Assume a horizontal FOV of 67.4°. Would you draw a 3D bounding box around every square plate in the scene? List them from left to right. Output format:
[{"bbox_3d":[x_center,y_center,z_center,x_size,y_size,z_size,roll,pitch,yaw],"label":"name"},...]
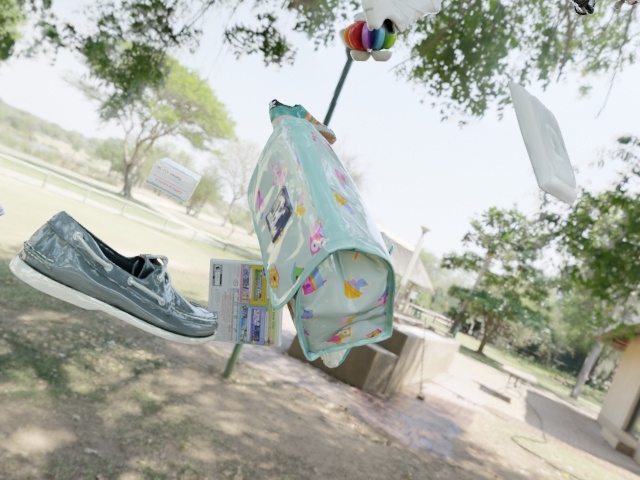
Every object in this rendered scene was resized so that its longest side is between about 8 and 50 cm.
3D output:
[{"bbox_3d":[0.699,-0.297,1.479,0.049,0.347,0.344,-21,-19,39],"label":"square plate"}]

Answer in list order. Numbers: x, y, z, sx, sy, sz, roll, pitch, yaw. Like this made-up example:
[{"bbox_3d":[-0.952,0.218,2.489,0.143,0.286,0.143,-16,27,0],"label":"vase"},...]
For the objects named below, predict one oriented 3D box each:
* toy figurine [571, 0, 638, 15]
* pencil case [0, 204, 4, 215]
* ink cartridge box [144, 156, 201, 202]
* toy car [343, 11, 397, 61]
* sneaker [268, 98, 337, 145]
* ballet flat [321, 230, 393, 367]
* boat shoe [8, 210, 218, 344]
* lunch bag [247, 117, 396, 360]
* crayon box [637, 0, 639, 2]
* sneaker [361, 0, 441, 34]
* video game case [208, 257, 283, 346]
[{"bbox_3d":[0.858,-0.789,1.422,0.209,0.213,0.148,7,13,35],"label":"toy figurine"},{"bbox_3d":[-0.788,-0.130,1.060,0.086,0.206,0.088,-14,15,40],"label":"pencil case"},{"bbox_3d":[-0.390,-0.165,1.287,0.115,0.067,0.198,28,7,-15],"label":"ink cartridge box"},{"bbox_3d":[0.163,-0.691,1.622,0.182,0.159,0.136,14,19,30],"label":"toy car"},{"bbox_3d":[-0.055,-0.396,1.620,0.108,0.121,0.302,-30,-22,31],"label":"sneaker"},{"bbox_3d":[0.064,0.147,1.351,0.147,0.409,0.147,24,-5,2],"label":"ballet flat"},{"bbox_3d":[-0.254,0.063,0.684,0.116,0.099,0.319,24,-8,45],"label":"boat shoe"},{"bbox_3d":[0.000,0.000,0.630,0.262,0.160,0.223,76,-3,-54],"label":"lunch bag"},{"bbox_3d":[0.888,-0.584,1.044,0.313,0.363,0.106,-4,-50,11],"label":"crayon box"},{"bbox_3d":[0.214,-0.621,1.292,0.297,0.129,0.111,-16,18,-34],"label":"sneaker"},{"bbox_3d":[-0.189,0.156,1.213,0.193,0.212,0.023,3,3,9],"label":"video game case"}]
